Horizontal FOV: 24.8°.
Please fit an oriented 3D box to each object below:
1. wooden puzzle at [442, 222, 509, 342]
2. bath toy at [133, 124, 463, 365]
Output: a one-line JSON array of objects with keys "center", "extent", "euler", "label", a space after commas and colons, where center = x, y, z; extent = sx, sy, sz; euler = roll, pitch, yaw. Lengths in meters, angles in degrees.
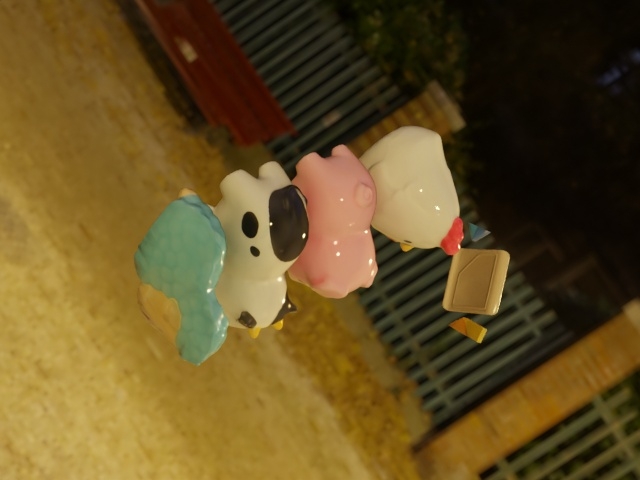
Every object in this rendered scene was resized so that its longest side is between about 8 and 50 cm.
[{"center": [0.160, 0.043, 1.489], "extent": [0.014, 0.116, 0.078], "euler": [20, -3, -40], "label": "wooden puzzle"}, {"center": [0.000, 0.000, 1.312], "extent": [0.348, 0.151, 0.129], "euler": [-21, 69, -40], "label": "bath toy"}]
